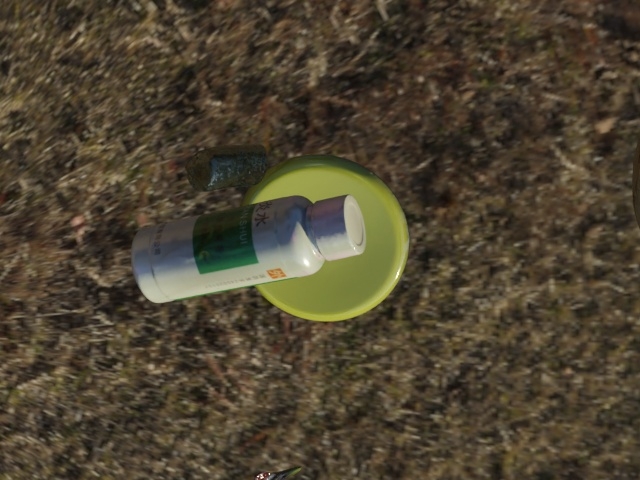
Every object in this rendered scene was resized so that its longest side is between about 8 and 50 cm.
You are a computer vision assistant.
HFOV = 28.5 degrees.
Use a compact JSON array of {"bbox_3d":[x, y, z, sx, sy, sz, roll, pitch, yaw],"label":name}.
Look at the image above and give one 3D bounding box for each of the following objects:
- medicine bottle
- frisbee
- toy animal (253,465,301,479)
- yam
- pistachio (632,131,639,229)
[{"bbox_3d":[-0.081,0.006,1.412,0.260,0.095,0.095,-10,91,19],"label":"medicine bottle"},{"bbox_3d":[0.000,0.000,1.653,0.236,0.017,0.235,4,112,10],"label":"frisbee"},{"bbox_3d":[-0.063,0.366,1.704,0.105,0.070,0.202,-47,149,-30],"label":"toy animal"},{"bbox_3d":[-0.086,-0.070,1.209,0.094,0.043,0.043,-8,90,-52],"label":"yam"},{"bbox_3d":[0.376,-0.074,1.196,0.153,0.138,0.237,6,92,-15],"label":"pistachio"}]
